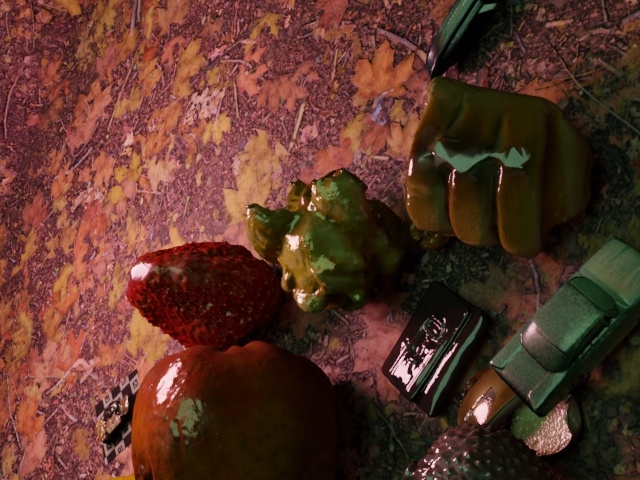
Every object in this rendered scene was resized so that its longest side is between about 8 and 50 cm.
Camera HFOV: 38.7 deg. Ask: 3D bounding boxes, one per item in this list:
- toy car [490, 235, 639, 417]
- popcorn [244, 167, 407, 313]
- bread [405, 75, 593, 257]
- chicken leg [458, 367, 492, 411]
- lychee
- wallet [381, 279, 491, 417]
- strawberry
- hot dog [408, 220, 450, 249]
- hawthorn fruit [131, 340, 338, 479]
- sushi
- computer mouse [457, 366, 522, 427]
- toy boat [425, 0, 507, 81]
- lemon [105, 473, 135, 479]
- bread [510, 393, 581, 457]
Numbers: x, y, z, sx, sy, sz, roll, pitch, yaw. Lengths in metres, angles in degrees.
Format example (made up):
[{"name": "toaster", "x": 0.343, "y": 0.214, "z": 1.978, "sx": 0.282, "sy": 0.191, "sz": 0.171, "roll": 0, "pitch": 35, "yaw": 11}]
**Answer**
[{"name": "toy car", "x": 0.436, "y": 0.142, "z": 1.537, "sx": 0.321, "sy": 0.097, "sz": 0.141, "roll": -48, "pitch": 45, "yaw": 7}, {"name": "popcorn", "x": -0.005, "y": 0.005, "z": 1.898, "sx": 0.321, "sy": 0.325, "sz": 0.290, "roll": 0, "pitch": 84, "yaw": 63}, {"name": "bread", "x": 0.317, "y": -0.127, "z": 1.660, "sx": 0.341, "sy": 0.210, "sz": 0.300, "roll": 22, "pitch": 102, "yaw": 27}, {"name": "chicken leg", "x": 0.301, "y": 0.280, "z": 1.702, "sx": 0.062, "sy": 0.037, "sz": 0.145, "roll": 25, "pitch": 95, "yaw": 25}, {"name": "lychee", "x": 0.262, "y": 0.448, "z": 1.490, "sx": 0.300, "sy": 0.300, "sz": 0.300, "roll": -18, "pitch": 64, "yaw": 41}, {"name": "wallet", "x": 0.224, "y": 0.209, "z": 1.797, "sx": 0.182, "sy": 0.049, "sz": 0.229, "roll": 39, "pitch": 103, "yaw": 49}, {"name": "strawberry", "x": -0.274, "y": 0.110, "z": 2.122, "sx": 0.312, "sy": 0.351, "sz": 0.267, "roll": -32, "pitch": 47, "yaw": 41}, {"name": "hot dog", "x": 0.267, "y": -0.090, "z": 1.842, "sx": 0.100, "sy": 0.068, "sz": 0.249, "roll": 41, "pitch": 108, "yaw": 24}, {"name": "hawthorn fruit", "x": -0.185, "y": 0.428, "z": 1.866, "sx": 0.472, "sy": 0.472, "sz": 0.472, "roll": -18, "pitch": 64, "yaw": 41}, {"name": "sushi", "x": -0.570, "y": 0.481, "z": 2.510, "sx": 0.215, "sy": 0.050, "sz": 0.192, "roll": -42, "pitch": 50, "yaw": 27}, {"name": "computer mouse", "x": 0.319, "y": 0.277, "z": 1.640, "sx": 0.199, "sy": 0.045, "sz": 0.102, "roll": -45, "pitch": 25, "yaw": 11}, {"name": "toy boat", "x": 0.299, "y": -0.441, "z": 1.918, "sx": 0.103, "sy": 0.093, "sz": 0.246, "roll": 39, "pitch": 105, "yaw": 23}, {"name": "lemon", "x": -0.455, "y": 0.694, "z": 2.159, "sx": 0.293, "sy": 0.293, "sz": 0.293, "roll": -18, "pitch": 64, "yaw": 41}, {"name": "bread", "x": 0.393, "y": 0.319, "z": 1.588, "sx": 0.129, "sy": 0.044, "sz": 0.126, "roll": -21, "pitch": 53, "yaw": 46}]
